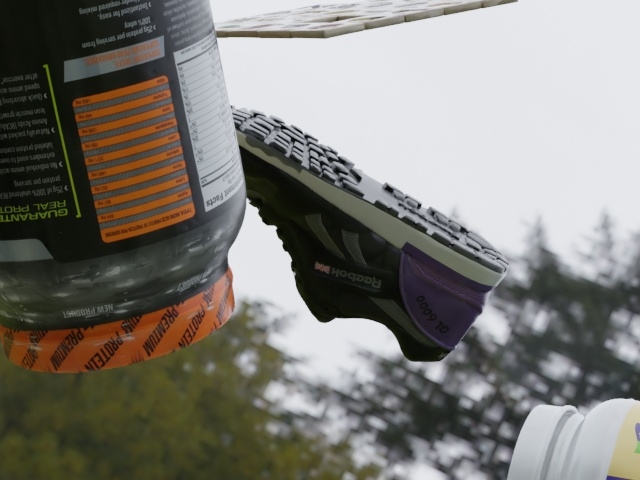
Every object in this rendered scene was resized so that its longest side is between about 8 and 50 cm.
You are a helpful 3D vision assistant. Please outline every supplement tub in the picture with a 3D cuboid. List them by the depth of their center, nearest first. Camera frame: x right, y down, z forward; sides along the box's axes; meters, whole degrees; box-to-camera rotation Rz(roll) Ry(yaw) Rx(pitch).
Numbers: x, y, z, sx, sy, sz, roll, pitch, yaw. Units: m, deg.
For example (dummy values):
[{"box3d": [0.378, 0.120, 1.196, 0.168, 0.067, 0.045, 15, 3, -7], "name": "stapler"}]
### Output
[{"box3d": [-0.165, -0.098, 1.178, 0.207, 0.207, 0.338, 6, -67, 42], "name": "supplement tub"}, {"box3d": [0.356, 0.280, 1.704, 0.331, 0.241, 0.241, 7, -27, 20], "name": "supplement tub"}]

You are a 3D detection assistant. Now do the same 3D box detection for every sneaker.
[{"box3d": [0.000, 0.000, 1.441, 0.283, 0.124, 0.107, 31, 15, 2], "name": "sneaker"}]

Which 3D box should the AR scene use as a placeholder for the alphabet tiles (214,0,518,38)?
[{"box3d": [0.032, -0.180, 1.417, 0.198, 0.237, 0.009, 8, -72, 51], "name": "alphabet tiles"}]
